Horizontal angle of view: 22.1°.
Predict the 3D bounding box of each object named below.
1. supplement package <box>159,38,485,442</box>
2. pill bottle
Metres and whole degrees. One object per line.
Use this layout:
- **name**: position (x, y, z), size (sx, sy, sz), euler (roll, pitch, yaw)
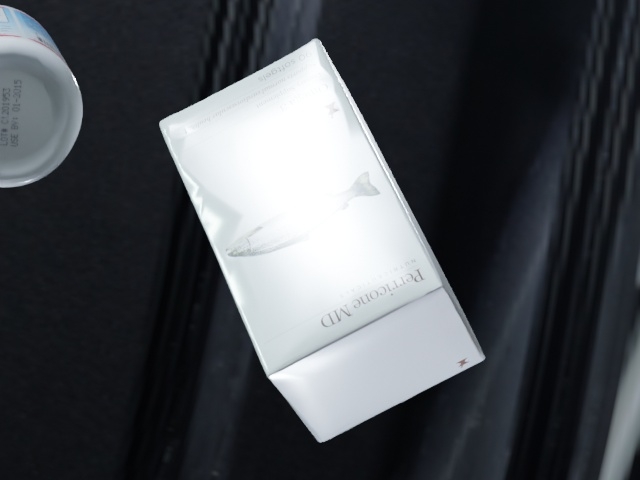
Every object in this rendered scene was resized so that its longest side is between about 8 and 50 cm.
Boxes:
- **supplement package**: position (0.000, 0.000, 0.906), size (0.105, 0.179, 0.105), euler (-27, -32, 3)
- **pill bottle**: position (-0.195, -0.094, 0.988), size (0.087, 0.160, 0.087), euler (-5, -71, -14)
